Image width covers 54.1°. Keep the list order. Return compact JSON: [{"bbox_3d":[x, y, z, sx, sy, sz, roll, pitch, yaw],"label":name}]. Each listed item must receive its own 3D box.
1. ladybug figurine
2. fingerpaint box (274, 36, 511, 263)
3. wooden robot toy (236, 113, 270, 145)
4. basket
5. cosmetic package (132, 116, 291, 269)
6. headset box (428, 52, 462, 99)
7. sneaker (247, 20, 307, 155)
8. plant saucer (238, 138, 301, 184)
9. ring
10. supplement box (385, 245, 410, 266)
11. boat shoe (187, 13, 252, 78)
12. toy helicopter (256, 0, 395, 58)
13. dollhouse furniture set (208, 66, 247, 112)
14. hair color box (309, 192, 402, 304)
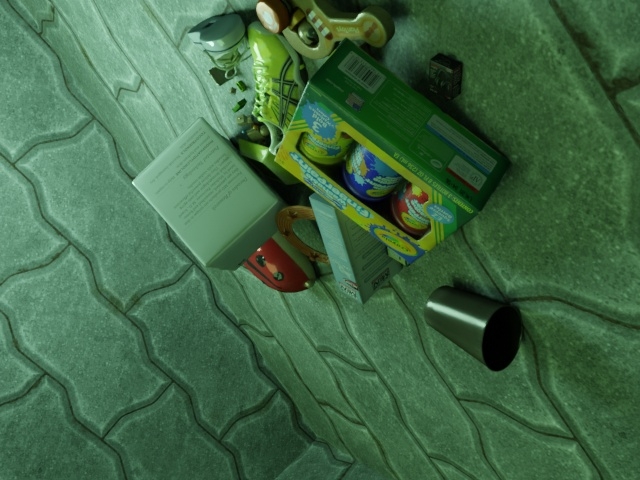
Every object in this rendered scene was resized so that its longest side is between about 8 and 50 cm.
[{"bbox_3d":[-0.202,0.065,2.527,0.449,0.162,0.305,35,151,32],"label":"ladybug figurine"},{"bbox_3d":[0.140,-0.180,1.449,0.445,0.163,0.371,38,156,-1],"label":"fingerpaint box"},{"bbox_3d":[-0.200,-0.368,2.041,0.079,0.076,0.173,-11,151,22],"label":"wooden robot toy"},{"bbox_3d":[0.402,0.218,1.688,0.227,0.154,0.204,28,146,49],"label":"basket"},{"bbox_3d":[-0.354,-0.145,2.170,0.394,0.327,0.329,47,-177,9],"label":"cosmetic package"},{"bbox_3d":[0.256,-0.339,1.286,0.062,0.032,0.083,36,154,31],"label":"headset box"},{"bbox_3d":[-0.120,-0.405,1.722,0.145,0.147,0.385,21,140,52],"label":"sneaker"},{"bbox_3d":[-0.177,-0.252,2.088,0.188,0.045,0.188,24,167,46],"label":"plant saucer"},{"bbox_3d":[0.000,0.000,2.076,0.336,0.032,0.336,20,152,11],"label":"ring"},{"bbox_3d":[0.235,0.015,1.801,0.083,0.056,0.083,32,150,37],"label":"supplement box"},{"bbox_3d":[-0.275,-0.543,1.793,0.156,0.136,0.367,57,168,-29],"label":"boat shoe"},{"bbox_3d":[0.031,-0.459,1.393,0.355,0.140,0.235,22,147,47],"label":"toy helicopter"},{"bbox_3d":[-0.294,-0.489,2.003,0.152,0.076,0.058,54,156,-7],"label":"dollhouse furniture set"},{"bbox_3d":[0.111,-0.015,1.820,0.113,0.185,0.374,27,147,42],"label":"hair color box"}]
